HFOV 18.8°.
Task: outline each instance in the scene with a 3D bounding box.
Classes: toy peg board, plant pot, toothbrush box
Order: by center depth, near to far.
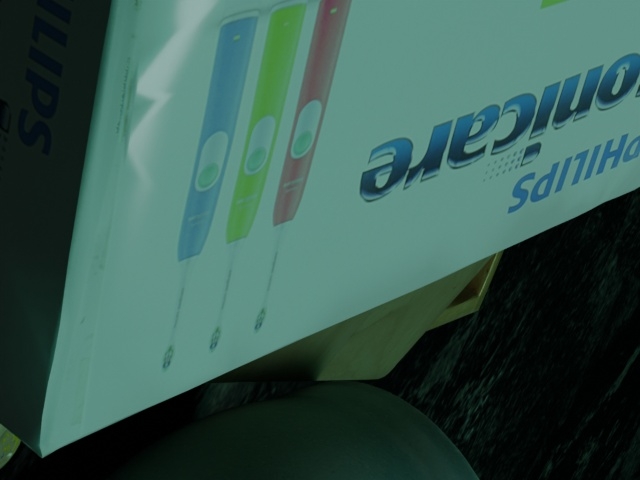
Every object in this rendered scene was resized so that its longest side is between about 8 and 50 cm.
[{"bbox_3d":[-0.071,-0.101,0.461,0.206,0.283,0.122,-21,137,-44],"label":"toothbrush box"},{"bbox_3d":[-0.054,0.229,1.026,0.196,0.293,0.293,-4,122,-37],"label":"plant pot"},{"bbox_3d":[0.000,0.000,1.059,0.161,0.079,0.161,2,139,-38],"label":"toy peg board"}]

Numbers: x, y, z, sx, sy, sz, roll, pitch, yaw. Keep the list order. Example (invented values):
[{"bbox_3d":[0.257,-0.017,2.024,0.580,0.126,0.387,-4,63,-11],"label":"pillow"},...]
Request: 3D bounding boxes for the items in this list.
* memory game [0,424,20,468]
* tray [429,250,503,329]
[{"bbox_3d":[-0.143,0.038,0.899,0.186,0.012,0.186,-50,156,-32],"label":"memory game"},{"bbox_3d":[0.111,-0.140,1.219,0.203,0.076,0.411,-14,129,-65],"label":"tray"}]
